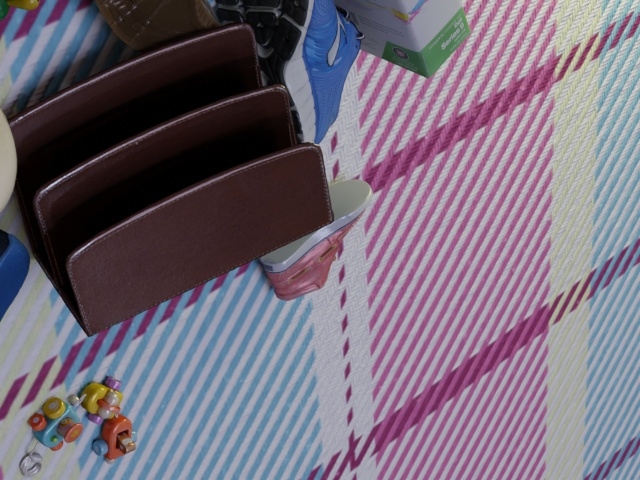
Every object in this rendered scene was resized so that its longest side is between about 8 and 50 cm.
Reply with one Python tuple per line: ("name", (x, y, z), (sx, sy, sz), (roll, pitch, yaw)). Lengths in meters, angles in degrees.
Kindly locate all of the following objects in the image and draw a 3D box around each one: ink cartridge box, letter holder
("ink cartridge box", (0.071, -0.311, 2.109), (0.093, 0.154, 0.212), (-48, 140, -18))
("letter holder", (-0.162, -0.074, 1.914), (0.302, 0.152, 0.214), (-25, 136, -17))

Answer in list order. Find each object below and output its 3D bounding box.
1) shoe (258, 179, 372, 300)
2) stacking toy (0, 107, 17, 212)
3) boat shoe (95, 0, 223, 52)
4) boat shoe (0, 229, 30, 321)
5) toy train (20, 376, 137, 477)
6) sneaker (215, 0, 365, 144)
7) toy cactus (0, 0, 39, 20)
("shoe", (0.000, 0.000, 2.302), (0.178, 0.063, 0.081), (-39, 139, -19))
("stacking toy", (-0.518, 0.019, 1.571), (0.351, 0.350, 0.480), (6, 128, -51))
("boat shoe", (-0.173, -0.250, 1.934), (0.104, 0.089, 0.285), (-38, 138, 1))
("boat shoe", (-0.402, 0.099, 1.878), (0.258, 0.089, 0.109), (-55, 156, -18))
("toy train", (-0.273, 0.231, 2.138), (0.166, 0.046, 0.125), (-14, 122, -45))
("sneaker", (-0.031, -0.250, 2.079), (0.147, 0.130, 0.330), (-44, 145, -44))
("toy cactus", (-0.357, -0.234, 1.715), (0.180, 0.112, 0.219), (-51, 166, 23))
